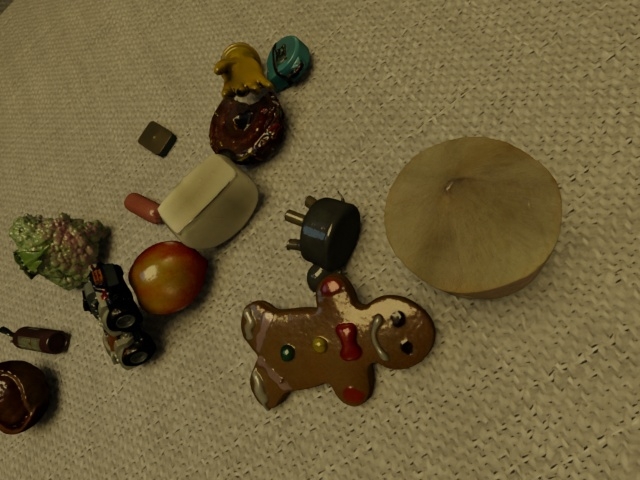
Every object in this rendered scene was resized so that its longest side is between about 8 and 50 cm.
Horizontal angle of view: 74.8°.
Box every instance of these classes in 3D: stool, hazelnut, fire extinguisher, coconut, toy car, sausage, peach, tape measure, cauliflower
[{"bbox_3d":[-0.004,-0.001,0.955,0.139,0.153,0.227,18,82,27],"label":"stool"},{"bbox_3d":[-0.865,0.442,1.186,0.170,0.161,0.201,-46,63,34],"label":"hazelnut"},{"bbox_3d":[-0.887,0.294,1.280,0.231,0.099,0.071,1,53,23],"label":"fire extinguisher"},{"bbox_3d":[0.265,-0.041,0.757,0.329,0.329,0.328,-7,72,22],"label":"coconut"},{"bbox_3d":[-0.517,0.185,1.060,0.118,0.301,0.193,-21,49,-24],"label":"toy car"},{"bbox_3d":[-0.528,-0.097,1.264,0.154,0.062,0.062,24,85,27],"label":"sausage"},{"bbox_3d":[-0.389,0.089,1.087,0.198,0.197,0.197,-7,72,22],"label":"peach"},{"bbox_3d":[-0.091,-0.509,1.188,0.125,0.081,0.145,-21,63,35],"label":"tape measure"},{"bbox_3d":[-0.808,0.013,1.286,0.315,0.257,0.238,21,86,58],"label":"cauliflower"}]

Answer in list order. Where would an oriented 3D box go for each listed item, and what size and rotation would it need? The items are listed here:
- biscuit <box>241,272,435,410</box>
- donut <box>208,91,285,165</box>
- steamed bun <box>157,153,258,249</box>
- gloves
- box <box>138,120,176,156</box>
[{"bbox_3d":[0.022,0.215,0.886,0.433,0.064,0.282,-11,88,20],"label":"biscuit"},{"bbox_3d":[-0.198,-0.305,1.166,0.231,0.096,0.215,-5,73,22],"label":"donut"},{"bbox_3d":[-0.282,-0.092,1.097,0.241,0.164,0.146,-47,61,-1],"label":"steamed bun"},{"bbox_3d":[-0.206,-0.443,1.130,0.133,0.116,0.294,-19,38,0],"label":"gloves"},{"bbox_3d":[-0.526,-0.326,1.350,0.126,0.031,0.091,31,88,28],"label":"box"}]
